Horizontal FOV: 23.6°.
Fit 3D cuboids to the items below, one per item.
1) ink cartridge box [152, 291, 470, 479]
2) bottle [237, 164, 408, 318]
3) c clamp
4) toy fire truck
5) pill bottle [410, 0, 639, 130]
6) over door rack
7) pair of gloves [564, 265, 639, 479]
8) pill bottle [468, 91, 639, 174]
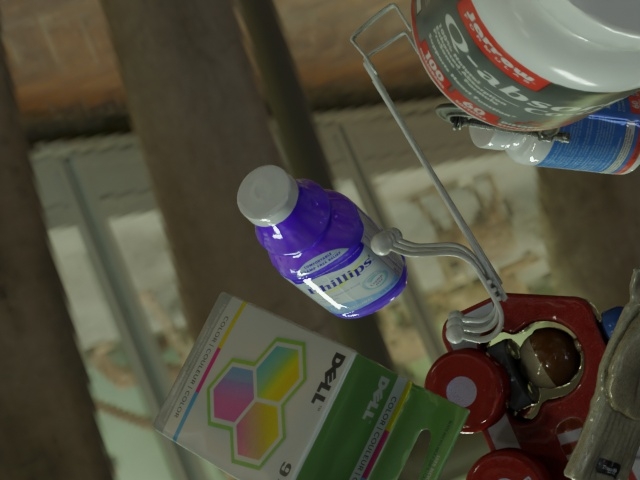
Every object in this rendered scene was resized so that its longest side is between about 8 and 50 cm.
[{"bbox_3d":[-0.012,0.117,1.006,0.062,0.109,0.209,31,174,-41],"label":"ink cartridge box"},{"bbox_3d":[0.000,0.000,1.764,0.118,0.092,0.283,-29,147,13],"label":"bottle"},{"bbox_3d":[0.206,-0.128,1.713,0.160,0.022,0.137,10,176,1],"label":"c clamp"},{"bbox_3d":[0.279,0.196,1.773,0.254,0.302,0.169,-26,167,19],"label":"toy fire truck"},{"bbox_3d":[0.198,-0.208,1.183,0.210,0.210,0.363,-22,179,-6],"label":"pill bottle"},{"bbox_3d":[0.091,-0.056,1.524,0.108,0.324,0.239,-20,180,5],"label":"over door rack"},{"bbox_3d":[0.320,0.137,1.353,0.240,0.204,0.042,17,-174,-39],"label":"pair of gloves"},{"bbox_3d":[0.314,-0.156,2.017,0.221,0.124,0.124,4,160,-22],"label":"pill bottle"}]
